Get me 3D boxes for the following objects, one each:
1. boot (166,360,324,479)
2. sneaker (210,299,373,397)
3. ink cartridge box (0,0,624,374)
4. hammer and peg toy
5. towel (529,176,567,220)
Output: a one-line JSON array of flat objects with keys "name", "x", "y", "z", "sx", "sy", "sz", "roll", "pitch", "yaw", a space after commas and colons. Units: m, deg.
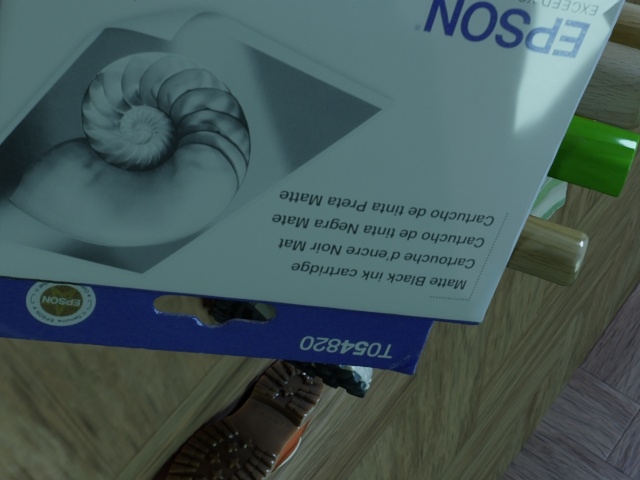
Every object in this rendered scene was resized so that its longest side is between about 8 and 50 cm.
[{"name": "boot", "x": -0.056, "y": 0.163, "z": 0.756, "sx": 0.158, "sy": 0.059, "sz": 0.084, "roll": -39, "pitch": 156, "yaw": -42}, {"name": "sneaker", "x": 0.000, "y": 0.000, "z": 0.590, "sx": 0.122, "sy": 0.110, "sz": 0.283, "roll": -58, "pitch": 161, "yaw": -18}, {"name": "ink cartridge box", "x": -0.022, "y": -0.025, "z": 0.407, "sx": 0.223, "sy": 0.045, "sz": 0.224, "roll": 6, "pitch": 124, "yaw": -18}, {"name": "hammer and peg toy", "x": 0.136, "y": -0.151, "z": 0.550, "sx": 0.361, "sy": 0.127, "sz": 0.266, "roll": 84, "pitch": 27, "yaw": -63}, {"name": "towel", "x": 0.259, "y": -0.069, "z": 1.155, "sx": 0.113, "sy": 0.023, "sz": 0.152, "roll": -44, "pitch": 154, "yaw": -32}]
